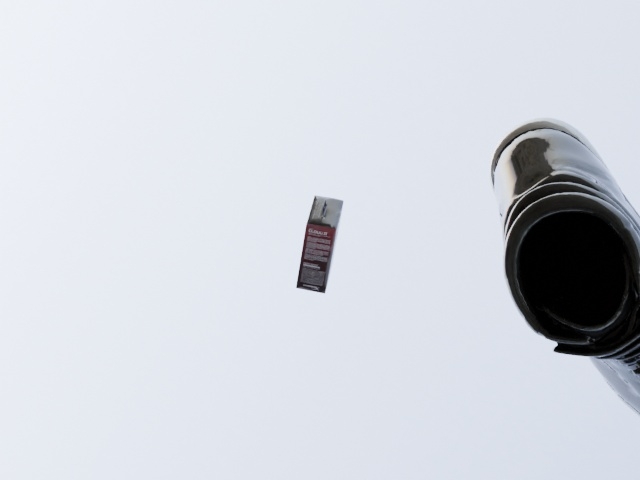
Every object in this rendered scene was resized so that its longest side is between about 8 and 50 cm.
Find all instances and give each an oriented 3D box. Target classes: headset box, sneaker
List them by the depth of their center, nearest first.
[{"bbox_3d":[0.205,0.064,1.034,0.104,0.296,0.147,-35,-167,20],"label":"sneaker"},{"bbox_3d":[0.000,0.000,1.579,0.062,0.032,0.083,-76,175,-60],"label":"headset box"}]
